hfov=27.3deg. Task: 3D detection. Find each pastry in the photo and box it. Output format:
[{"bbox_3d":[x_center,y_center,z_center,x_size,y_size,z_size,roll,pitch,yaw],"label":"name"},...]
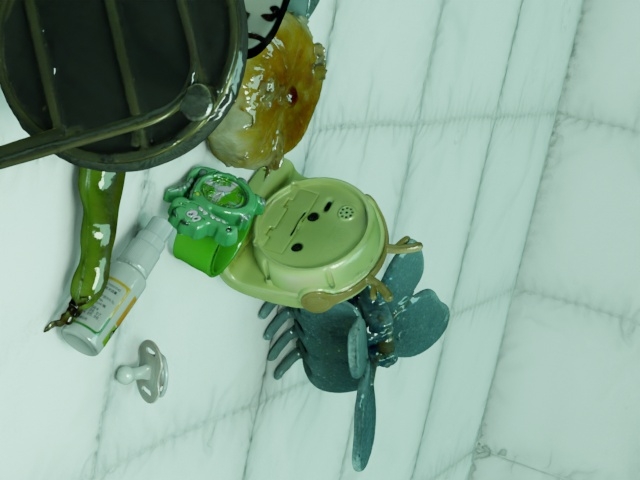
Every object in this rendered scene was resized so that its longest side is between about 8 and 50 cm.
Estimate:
[{"bbox_3d":[-0.084,-0.227,2.002,0.236,0.121,0.257,-37,137,-52],"label":"pastry"}]

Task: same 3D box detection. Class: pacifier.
[{"bbox_3d":[-0.267,0.199,1.968,0.078,0.081,0.099,-3,110,-35],"label":"pacifier"}]

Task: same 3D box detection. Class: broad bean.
[{"bbox_3d":[-0.297,-0.028,1.743,0.075,0.067,0.325,1,102,-44],"label":"broad bean"}]

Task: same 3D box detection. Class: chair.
[{"bbox_3d":[-0.259,-0.226,1.296,0.410,0.362,0.364,1,73,-78],"label":"chair"}]

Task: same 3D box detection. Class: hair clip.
[{"bbox_3d":[0.040,0.158,2.380,0.392,0.238,0.318,-56,150,-33],"label":"hair clip"}]

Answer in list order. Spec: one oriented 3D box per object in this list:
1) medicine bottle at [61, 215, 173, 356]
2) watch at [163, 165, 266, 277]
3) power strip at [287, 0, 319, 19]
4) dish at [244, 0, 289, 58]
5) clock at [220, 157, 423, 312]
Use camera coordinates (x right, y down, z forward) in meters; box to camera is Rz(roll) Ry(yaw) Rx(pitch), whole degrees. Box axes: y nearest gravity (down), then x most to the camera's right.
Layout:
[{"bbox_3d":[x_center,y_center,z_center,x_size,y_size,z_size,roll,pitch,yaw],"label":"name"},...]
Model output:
[{"bbox_3d":[-0.281,0.063,1.841,0.220,0.061,0.092,-58,-166,-29],"label":"medicine bottle"},{"bbox_3d":[-0.173,-0.017,1.986,0.165,0.131,0.152,-53,167,-46],"label":"watch"},{"bbox_3d":[-0.042,-0.463,2.021,0.167,0.054,0.253,-64,155,-24],"label":"power strip"},{"bbox_3d":[-0.140,-0.386,1.761,0.303,0.120,0.303,8,90,-67],"label":"dish"},{"bbox_3d":[0.000,0.000,2.104,0.235,0.308,0.096,-59,153,-30],"label":"clock"}]
